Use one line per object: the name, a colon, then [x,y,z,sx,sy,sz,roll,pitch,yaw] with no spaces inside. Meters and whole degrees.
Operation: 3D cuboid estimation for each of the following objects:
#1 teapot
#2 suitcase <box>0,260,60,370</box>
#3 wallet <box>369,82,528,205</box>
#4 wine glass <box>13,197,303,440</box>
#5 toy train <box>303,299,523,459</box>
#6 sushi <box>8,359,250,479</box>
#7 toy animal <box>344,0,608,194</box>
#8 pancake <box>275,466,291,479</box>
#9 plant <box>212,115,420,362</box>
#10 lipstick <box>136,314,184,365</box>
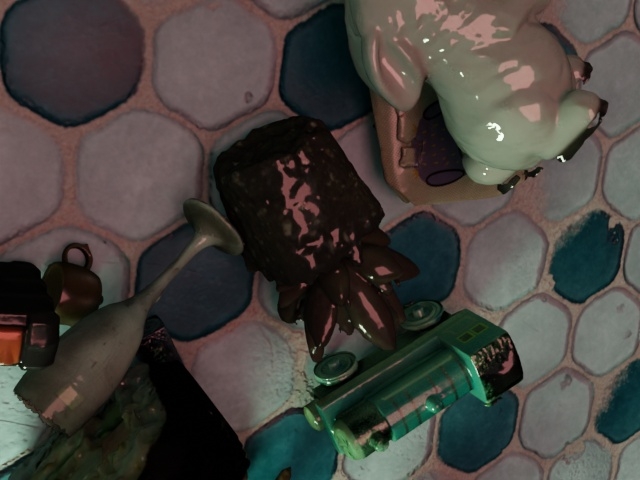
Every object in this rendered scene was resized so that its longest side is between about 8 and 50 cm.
teapot: [-0.300,0.061,1.010,0.068,0.076,0.121,16,66,-39]
suitcase: [-0.433,0.068,0.864,0.286,0.206,0.066,6,104,-27]
wallet: [0.194,-0.206,1.186,0.275,0.068,0.335,-18,109,-21]
wine glass: [-0.189,0.071,0.901,0.096,0.264,0.309,45,64,-9]
toy train: [0.127,0.203,1.191,0.298,0.194,0.120,-30,116,-16]
sushi: [-0.194,0.338,0.975,0.285,0.328,0.328,43,82,-22]
toy animal: [0.173,-0.230,1.047,0.357,0.194,0.257,29,113,-14]
pancake: [-0.093,0.433,1.132,0.031,0.250,0.250,20,94,1]
plant: [0.000,0.000,1.083,0.194,0.182,0.320,-35,118,-21]
lipstick: [-0.178,0.247,1.129,0.051,0.051,0.312,-29,115,-18]
